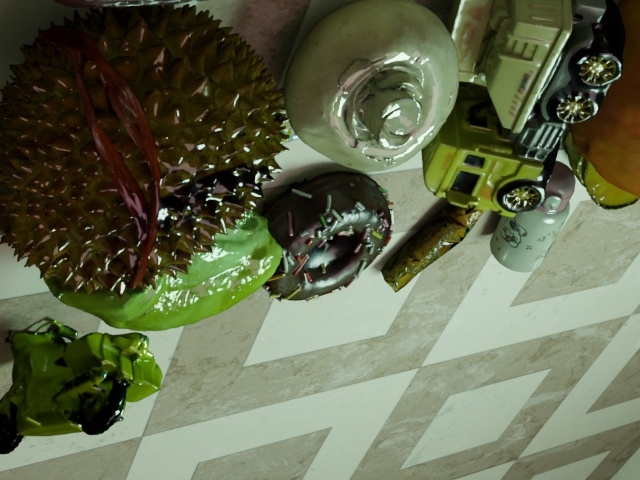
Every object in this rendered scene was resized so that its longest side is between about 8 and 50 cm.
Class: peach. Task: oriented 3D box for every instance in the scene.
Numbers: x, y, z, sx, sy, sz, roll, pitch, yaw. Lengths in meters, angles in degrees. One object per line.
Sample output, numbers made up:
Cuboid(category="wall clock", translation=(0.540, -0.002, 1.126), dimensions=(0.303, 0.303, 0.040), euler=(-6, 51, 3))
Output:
Cuboid(category="peach", translation=(0.560, -0.227, 1.823), dimensions=(0.342, 0.302, 0.343), euler=(-62, 175, -10))

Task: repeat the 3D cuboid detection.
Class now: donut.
Cuboid(category="donut", translation=(0.000, 0.000, 1.897), dimensions=(0.270, 0.103, 0.269), euler=(-23, 147, -16))
Cuboid(category="donut", translation=(0.552, -0.185, 2.120), dimensions=(0.272, 0.107, 0.272), euler=(-22, 143, -18))

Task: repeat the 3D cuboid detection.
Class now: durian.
Cuboid(category="durian", translation=(-0.212, -0.108, 1.348), dimensions=(0.384, 0.348, 0.347), euler=(-56, 163, -33))
Cuboid(category="durian", translation=(-0.212, 0.019, 1.624), dimensions=(0.256, 0.204, 0.340), euler=(-28, 147, 21))

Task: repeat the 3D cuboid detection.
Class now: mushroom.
Cuboid(category="mushroom", translation=(0.074, -0.197, 1.566), dimensions=(0.246, 0.202, 0.246), euler=(-8, 127, -11))

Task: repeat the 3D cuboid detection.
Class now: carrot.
Cuboid(category="carrot", translation=(0.199, 0.004, 2.111), dimensions=(0.229, 0.069, 0.069), euler=(-44, 147, 23))

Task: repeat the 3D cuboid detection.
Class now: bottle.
Cuboid(category="bottle", translation=(0.396, -0.050, 2.160), dimensions=(0.110, 0.110, 0.233), euler=(-15, 146, -26))

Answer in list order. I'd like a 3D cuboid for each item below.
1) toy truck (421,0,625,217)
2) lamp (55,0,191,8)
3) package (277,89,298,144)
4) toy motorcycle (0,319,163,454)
Cuboid(category="toy truck", translation=(0.271, -0.222, 1.718), dimensions=(0.254, 0.180, 0.405), euler=(11, 139, -9))
Cuboid(category="lamp", translation=(-0.197, -0.317, 1.196), dimensions=(0.258, 0.180, 0.180), euler=(-7, 142, -31))
Cuboid(category="package", translation=(-0.065, -0.168, 1.667), dimensions=(0.121, 0.031, 0.108), euler=(-23, 148, -12))
Cuboid(category="toy motorcycle", translation=(-0.370, 0.205, 1.726), dimensions=(0.342, 0.206, 0.142), euler=(-17, 149, 42))
